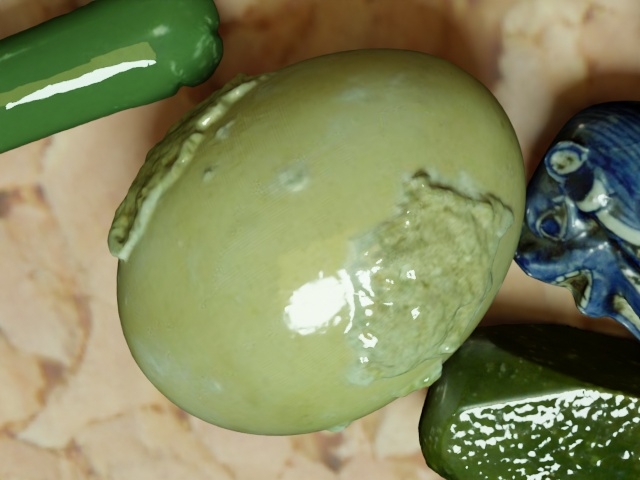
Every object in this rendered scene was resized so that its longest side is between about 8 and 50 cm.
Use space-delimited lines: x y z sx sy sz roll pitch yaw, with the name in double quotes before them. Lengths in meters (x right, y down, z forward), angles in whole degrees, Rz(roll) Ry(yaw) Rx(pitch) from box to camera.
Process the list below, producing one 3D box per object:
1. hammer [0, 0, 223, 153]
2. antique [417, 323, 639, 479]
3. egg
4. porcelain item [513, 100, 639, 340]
"hammer" -0.206 -0.051 0.547 0.336 0.119 0.206 -20 109 1
"antique" 0.162 0.100 0.592 0.221 0.081 0.080 14 106 0
"egg" -0.002 -0.001 0.526 0.201 0.164 0.164 -37 105 12
"porcelain item" 0.218 -0.066 0.523 0.186 0.138 0.288 27 114 10
